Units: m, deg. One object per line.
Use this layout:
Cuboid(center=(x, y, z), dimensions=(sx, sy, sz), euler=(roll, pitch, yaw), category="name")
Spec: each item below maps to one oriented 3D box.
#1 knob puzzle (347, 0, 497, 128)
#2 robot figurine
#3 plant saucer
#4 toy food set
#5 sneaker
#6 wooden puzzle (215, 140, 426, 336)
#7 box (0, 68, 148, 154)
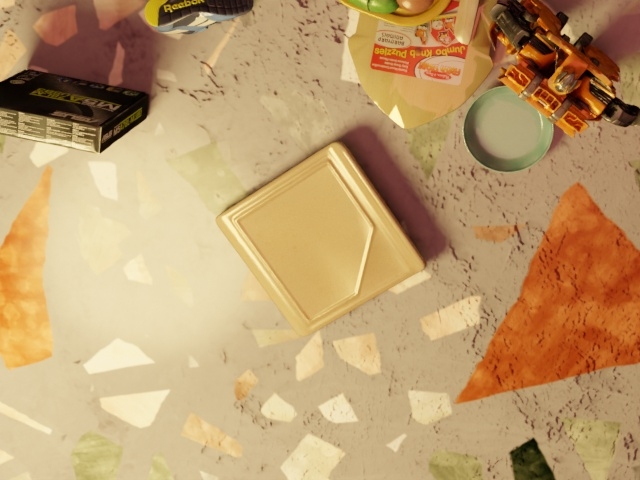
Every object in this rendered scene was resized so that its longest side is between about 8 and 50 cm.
Cuboid(center=(0.130, -0.242, 1.403), dimensions=(0.213, 0.030, 0.213), euler=(1, 97, 11), category="knob puzzle")
Cuboid(center=(0.276, -0.204, 1.257), dimensions=(0.211, 0.291, 0.085), euler=(38, 113, -3), category="robot figurine")
Cuboid(center=(0.249, -0.149, 1.430), dimensions=(0.119, 0.021, 0.119), euler=(4, 111, 9), category="plant saucer")
Cuboid(center=(0.101, -0.337, 1.346), dimensions=(0.217, 0.071, 0.128), euler=(21, 100, 9), category="toy food set")
Cuboid(center=(-0.161, -0.309, 1.441), dimensions=(0.144, 0.059, 0.053), euler=(-9, 77, -1), category="sneaker")
Cuboid(center=(0.000, 0.000, 1.530), dimensions=(0.238, 0.044, 0.221), euler=(-30, 102, 25), category="wooden puzzle")
Cuboid(center=(-0.351, -0.177, 1.454), dimensions=(0.190, 0.184, 0.045), euler=(12, 111, 8), category="box")
